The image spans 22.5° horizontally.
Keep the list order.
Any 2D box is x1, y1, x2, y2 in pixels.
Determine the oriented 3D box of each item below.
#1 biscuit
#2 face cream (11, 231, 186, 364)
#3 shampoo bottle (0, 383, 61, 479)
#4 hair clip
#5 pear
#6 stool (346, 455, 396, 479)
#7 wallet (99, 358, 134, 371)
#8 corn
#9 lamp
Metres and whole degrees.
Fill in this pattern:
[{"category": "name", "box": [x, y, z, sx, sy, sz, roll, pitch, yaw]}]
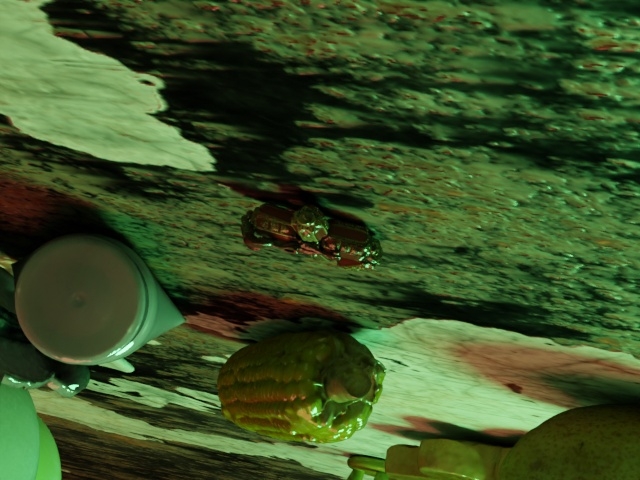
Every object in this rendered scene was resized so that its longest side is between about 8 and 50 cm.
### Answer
[{"category": "biscuit", "box": [0.233, 0.253, 1.689, 0.275, 0.052, 0.355, 22, 163, -31]}, {"category": "face cream", "box": [-0.175, 0.044, 1.235, 0.154, 0.096, 0.274, 15, 178, -5]}, {"category": "shampoo bottle", "box": [-0.488, 0.261, 1.880, 0.322, 0.322, 0.317, 3, 153, 38]}, {"category": "hair clip", "box": [-0.262, 0.057, 1.266, 0.146, 0.056, 0.187, 56, -177, 17]}, {"category": "pear", "box": [0.258, 0.230, 1.288, 0.211, 0.188, 0.228, 14, 168, 32]}, {"category": "stool", "box": [0.077, 0.343, 2.070, 0.135, 0.110, 0.134, 10, 165, 13]}, {"category": "wallet", "box": [-0.232, 0.126, 1.734, 0.044, 0.011, 0.083, 11, 166, 15]}, {"category": "corn", "box": [-0.024, 0.123, 1.358, 0.097, 0.097, 0.261, 20, 167, -22]}, {"category": "lamp", "box": [0.000, 0.000, 0.986, 0.083, 0.031, 0.063, 21, 166, -41]}]
